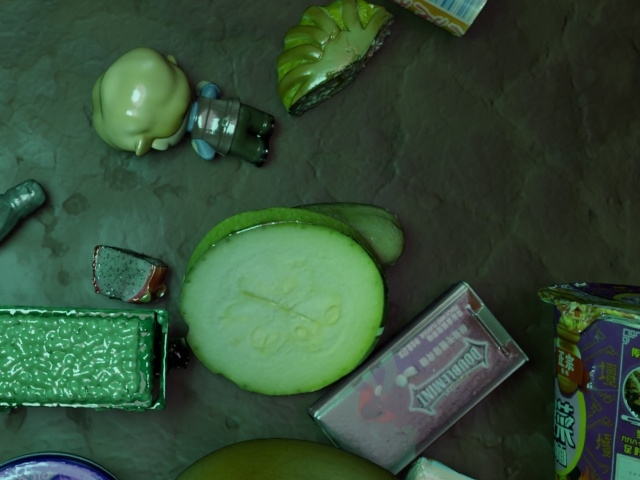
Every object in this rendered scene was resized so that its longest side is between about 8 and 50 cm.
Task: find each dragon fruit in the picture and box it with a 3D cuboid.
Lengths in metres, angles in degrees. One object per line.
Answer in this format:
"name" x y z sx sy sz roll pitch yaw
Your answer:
"dragon fruit" -0.201 0.040 1.300 0.083 0.060 0.056 14 90 20

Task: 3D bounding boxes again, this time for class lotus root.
"lotus root" 0.000 -0.001 1.314 0.183 0.090 0.077 -2 115 -6

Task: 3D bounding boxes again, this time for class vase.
"vase" -0.379 0.002 1.275 0.211 0.060 0.060 -34 91 -9

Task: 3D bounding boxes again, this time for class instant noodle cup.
"instant noodle cup" 0.373 0.195 1.251 0.340 0.340 0.266 6 95 -7

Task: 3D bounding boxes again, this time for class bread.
"bread" 0.012 -0.216 1.343 0.157 0.083 0.094 -29 78 -8

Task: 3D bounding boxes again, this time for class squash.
"squash" -0.037 0.066 1.277 0.219 0.041 0.219 -2 119 -3

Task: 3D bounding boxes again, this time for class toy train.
"toy train" -0.267 0.123 1.234 0.269 0.154 0.115 3 87 -8

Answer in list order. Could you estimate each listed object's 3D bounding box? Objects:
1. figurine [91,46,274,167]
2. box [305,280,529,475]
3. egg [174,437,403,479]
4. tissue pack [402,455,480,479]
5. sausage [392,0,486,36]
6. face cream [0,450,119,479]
"figurine" -0.147 -0.137 1.310 0.196 0.108 0.114 13 94 -24
"box" 0.104 0.157 1.326 0.224 0.069 0.120 -41 92 -8
"egg" -0.007 0.345 1.187 0.351 0.282 0.282 35 82 -6
"tissue pack" 0.132 0.281 1.324 0.094 0.059 0.074 23 86 -5
"sausage" 0.041 -0.336 1.346 0.312 0.093 0.093 27 82 -5
"face cream" -0.278 0.318 1.239 0.206 0.111 0.206 1 86 -8
